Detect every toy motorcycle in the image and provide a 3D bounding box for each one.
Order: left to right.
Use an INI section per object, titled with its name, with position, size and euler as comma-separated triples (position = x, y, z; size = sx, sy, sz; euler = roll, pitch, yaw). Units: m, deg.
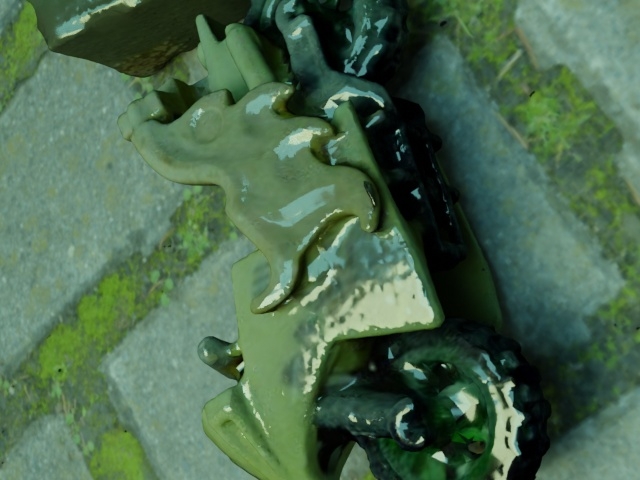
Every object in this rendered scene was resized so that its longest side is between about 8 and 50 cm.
[toy motorcycle]
position = 0.000, 0.000, 0.694
size = 0.237, 0.169, 0.410
euler = -24, 71, 25

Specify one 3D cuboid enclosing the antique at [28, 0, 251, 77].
[antique]
position = -0.087, -0.243, 0.779
size = 0.284, 0.150, 0.125
euler = -22, 81, 24
